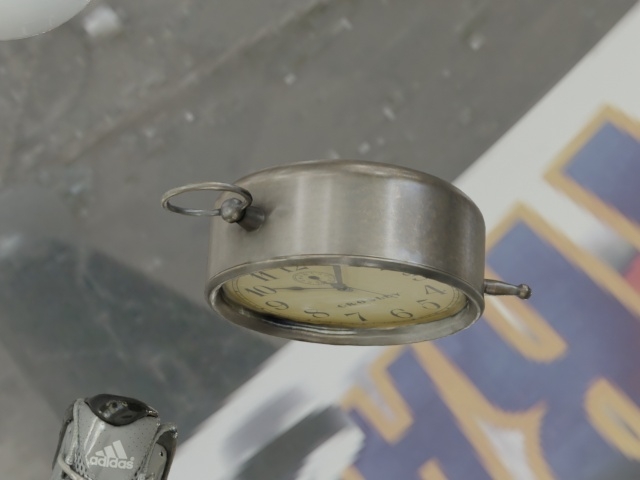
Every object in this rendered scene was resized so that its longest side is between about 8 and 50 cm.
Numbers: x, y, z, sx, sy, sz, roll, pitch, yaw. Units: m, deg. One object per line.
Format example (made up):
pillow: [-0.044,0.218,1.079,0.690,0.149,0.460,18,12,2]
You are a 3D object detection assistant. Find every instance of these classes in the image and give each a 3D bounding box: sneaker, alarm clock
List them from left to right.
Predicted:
sneaker: [-0.119,0.143,0.936,0.086,0.228,0.132,15,106,-4]
alarm clock: [0.000,0.000,0.884,0.129,0.064,0.192,-12,159,37]

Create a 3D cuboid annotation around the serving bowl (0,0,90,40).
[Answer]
serving bowl: [-0.120,-0.110,0.699,0.083,0.083,0.027,-22,147,-25]
